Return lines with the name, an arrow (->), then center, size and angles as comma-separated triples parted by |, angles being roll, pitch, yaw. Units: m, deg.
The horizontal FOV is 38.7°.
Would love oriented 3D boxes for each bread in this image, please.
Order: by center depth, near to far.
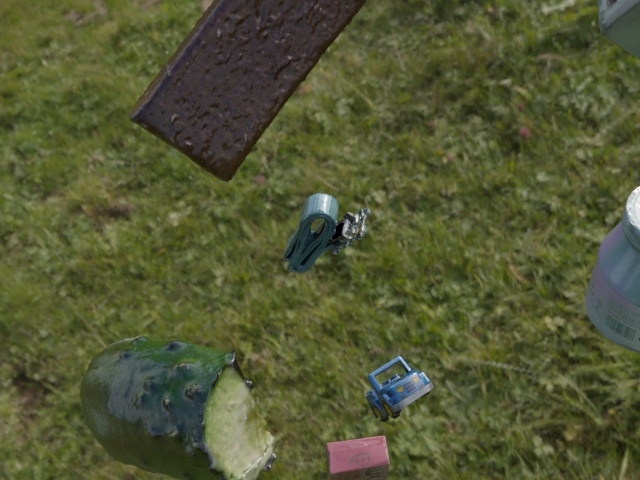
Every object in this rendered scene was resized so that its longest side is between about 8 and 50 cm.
bread -> -0.070, -0.282, 1.221 | 0.416, 0.165, 0.113 | -51, 14, 2

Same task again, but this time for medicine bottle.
medicine bottle -> 0.673, 0.048, 1.799 | 0.245, 0.290, 0.245 | 0, 46, 0

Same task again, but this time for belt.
belt -> 0.001, -0.004, 1.462 | 0.100, 0.179, 0.065 | 20, 56, -10

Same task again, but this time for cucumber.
cucumber -> -0.203, 0.195, 1.069 | 0.325, 0.145, 0.105 | 2, 28, 46

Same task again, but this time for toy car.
toy car -> 0.148, 0.296, 1.829 | 0.097, 0.191, 0.100 | -30, 83, -17

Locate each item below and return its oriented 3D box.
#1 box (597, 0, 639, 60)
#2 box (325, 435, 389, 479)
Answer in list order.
box -> 0.368, -0.284, 0.830 | 0.166, 0.221, 0.290 | -33, 42, 50
box -> 0.066, 0.403, 1.640 | 0.111, 0.156, 0.060 | -9, 63, -3
